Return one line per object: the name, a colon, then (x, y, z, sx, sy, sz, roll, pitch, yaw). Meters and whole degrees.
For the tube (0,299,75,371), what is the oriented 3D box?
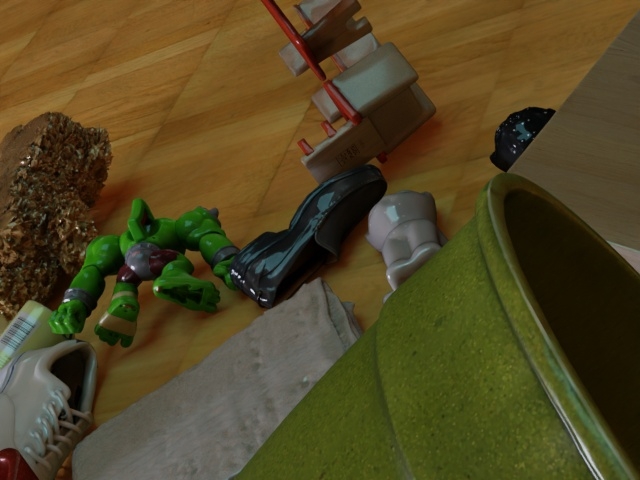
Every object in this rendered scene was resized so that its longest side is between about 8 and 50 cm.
tube: (-0.337, 0.168, 1.361, 0.062, 0.070, 0.240, 33, 69, 12)

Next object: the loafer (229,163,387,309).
loafer: (0.000, 0.000, 1.261, 0.170, 0.062, 0.061, -42, 52, -5)

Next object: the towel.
towel: (-0.078, 0.154, 1.118, 0.282, 0.049, 0.187, -34, 28, 5)

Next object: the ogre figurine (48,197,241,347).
ogre figurine: (-0.160, 0.025, 1.340, 0.197, 0.097, 0.118, -31, 37, 23)

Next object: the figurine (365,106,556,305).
figurine: (0.129, -0.022, 1.134, 0.215, 0.092, 0.209, -32, 21, 8)

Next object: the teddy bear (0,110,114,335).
teddy bear: (-0.335, 0.013, 1.552, 0.245, 0.113, 0.338, -29, 37, 25)

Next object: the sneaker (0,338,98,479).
sneaker: (-0.252, 0.168, 1.226, 0.091, 0.094, 0.258, -31, 28, 16)

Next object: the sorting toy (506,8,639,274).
sorting toy: (0.290, -0.043, 0.928, 0.257, 0.089, 0.255, 20, 56, 34)

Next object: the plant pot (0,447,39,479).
plant pot: (-0.226, 0.334, 0.812, 0.267, 0.236, 0.267, -28, 31, 12)

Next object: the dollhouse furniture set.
dollhouse furniture set: (-0.016, -0.190, 1.369, 0.135, 0.262, 0.259, -36, 60, 2)

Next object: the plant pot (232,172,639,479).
plant pot: (0.061, 0.223, 0.616, 0.353, 0.366, 0.366, -41, 27, 16)
